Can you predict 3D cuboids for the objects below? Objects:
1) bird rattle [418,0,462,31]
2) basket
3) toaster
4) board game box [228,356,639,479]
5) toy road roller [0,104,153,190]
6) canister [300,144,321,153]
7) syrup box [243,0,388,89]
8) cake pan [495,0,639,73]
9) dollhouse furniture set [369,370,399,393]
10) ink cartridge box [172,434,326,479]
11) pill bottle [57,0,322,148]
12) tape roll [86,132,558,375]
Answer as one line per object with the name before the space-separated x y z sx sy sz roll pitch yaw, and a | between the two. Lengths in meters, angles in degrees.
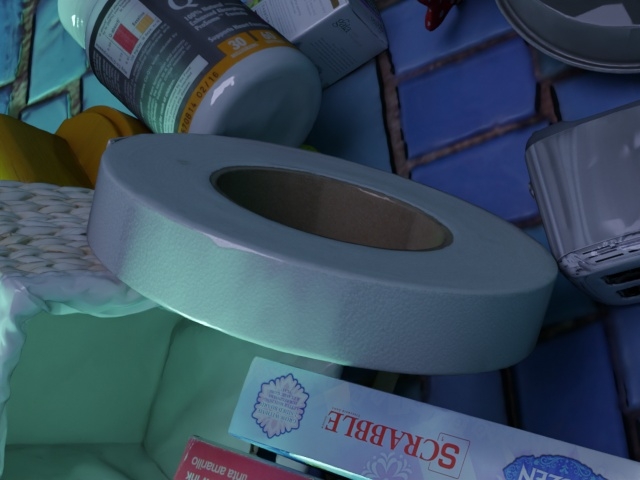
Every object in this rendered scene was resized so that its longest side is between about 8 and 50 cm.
bird rattle | 0.101 -0.359 1.336 0.143 0.207 0.253 -20 47 47
basket | -0.194 0.133 1.143 0.266 0.331 0.328 40 120 50
toaster | 0.291 -0.038 1.092 0.227 0.129 0.146 -17 64 25
board game box | 0.147 0.191 0.954 0.318 0.319 0.065 11 76 38
toy road roller | -0.285 0.006 1.353 0.329 0.241 0.202 -52 46 16
canister | -0.032 0.003 1.322 0.126 0.073 0.169 -30 56 20
syrup box | -0.053 -0.209 1.424 0.237 0.093 0.096 -32 54 18
cake pan | 0.299 -0.299 1.212 0.293 0.054 0.293 -7 66 15
dollhouse furniture set | 0.101 0.110 1.223 0.081 0.091 0.114 20 105 -1
ink cartridge box | -0.042 0.384 1.010 0.160 0.279 0.384 11 74 36
pill bottle | -0.141 -0.191 1.311 0.162 0.162 0.278 -49 61 4
tape roll | 0.000 0.000 1.061 0.392 0.392 0.072 27 110 39
